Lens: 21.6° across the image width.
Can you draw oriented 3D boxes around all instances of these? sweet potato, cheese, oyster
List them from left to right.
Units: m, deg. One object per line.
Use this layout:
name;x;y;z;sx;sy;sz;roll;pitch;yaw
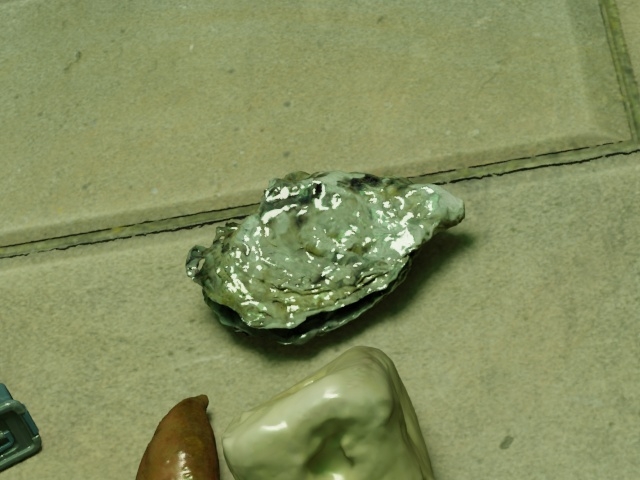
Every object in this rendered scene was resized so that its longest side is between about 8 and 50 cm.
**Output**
sweet potato;-0.113;0.282;1.552;0.106;0.095;0.354;7;44;-31
oyster;0.000;0.000;1.743;0.268;0.112;0.198;-36;53;-20
cheese;0.023;0.218;1.547;0.174;0.251;0.248;-29;14;6

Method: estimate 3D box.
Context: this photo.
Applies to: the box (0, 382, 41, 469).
box;-0.341;0.193;1.697;0.099;0.074;0.054;-27;37;-8
